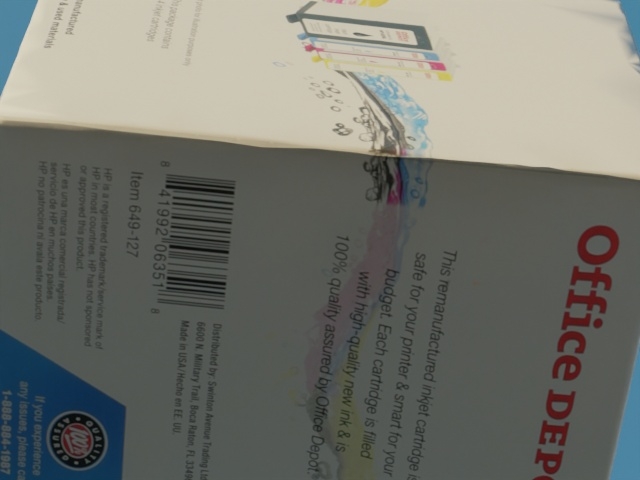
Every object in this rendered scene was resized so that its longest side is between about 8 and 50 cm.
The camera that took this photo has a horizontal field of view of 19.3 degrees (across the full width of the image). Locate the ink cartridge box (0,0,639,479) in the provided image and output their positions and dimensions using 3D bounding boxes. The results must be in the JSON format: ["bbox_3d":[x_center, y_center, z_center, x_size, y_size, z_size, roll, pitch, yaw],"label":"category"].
[{"bbox_3d":[0.000,0.000,0.728,0.233,0.168,0.171,6,-59,-2],"label":"ink cartridge box"}]
